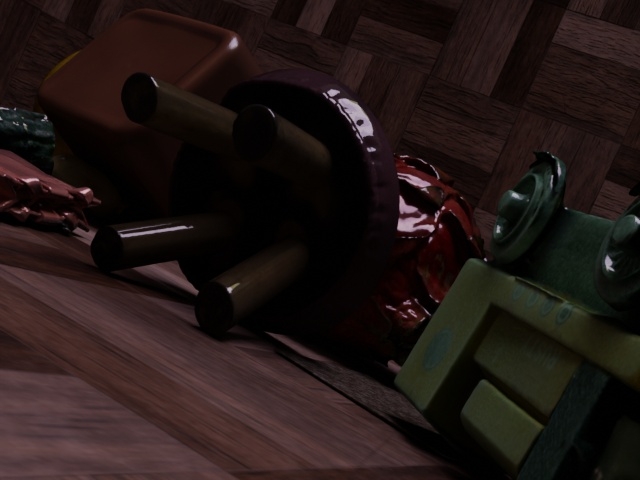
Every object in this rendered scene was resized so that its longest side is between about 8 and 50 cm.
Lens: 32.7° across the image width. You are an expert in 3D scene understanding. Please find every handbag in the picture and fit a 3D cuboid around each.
[{"bbox_3d":[-0.338,-0.065,1.153,0.157,0.059,0.212,25,1,15],"label":"handbag"}]

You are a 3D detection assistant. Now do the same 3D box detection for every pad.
[{"bbox_3d":[0.077,0.158,1.008,0.158,0.003,0.235,23,3,-46],"label":"pad"}]

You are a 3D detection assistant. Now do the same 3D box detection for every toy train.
[{"bbox_3d":[0.199,0.081,0.809,0.160,0.253,0.397,31,1,-14],"label":"toy train"}]

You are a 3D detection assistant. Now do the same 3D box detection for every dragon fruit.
[{"bbox_3d":[0.065,0.020,1.236,0.244,0.244,0.299,23,18,-32],"label":"dragon fruit"}]

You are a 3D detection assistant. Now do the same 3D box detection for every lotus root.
[{"bbox_3d":[-0.329,-0.076,1.487,0.150,0.062,0.073,32,-8,-4],"label":"lotus root"}]

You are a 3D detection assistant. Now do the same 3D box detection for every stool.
[{"bbox_3d":[-0.076,-0.039,1.053,0.272,0.272,0.178,26,15,34],"label":"stool"}]

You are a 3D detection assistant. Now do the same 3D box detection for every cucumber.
[{"bbox_3d":[-0.395,-0.107,1.349,0.115,0.086,0.193,-25,-25,27],"label":"cucumber"}]

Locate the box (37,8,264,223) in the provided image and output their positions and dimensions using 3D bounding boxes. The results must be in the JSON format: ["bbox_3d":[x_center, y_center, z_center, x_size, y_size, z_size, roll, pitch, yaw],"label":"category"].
[{"bbox_3d":[-0.207,-0.161,1.534,0.339,0.239,0.229,26,-25,50],"label":"box"}]

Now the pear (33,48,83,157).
[{"bbox_3d":[-0.350,-0.202,1.829,0.280,0.281,0.281,24,2,-1],"label":"pear"}]
